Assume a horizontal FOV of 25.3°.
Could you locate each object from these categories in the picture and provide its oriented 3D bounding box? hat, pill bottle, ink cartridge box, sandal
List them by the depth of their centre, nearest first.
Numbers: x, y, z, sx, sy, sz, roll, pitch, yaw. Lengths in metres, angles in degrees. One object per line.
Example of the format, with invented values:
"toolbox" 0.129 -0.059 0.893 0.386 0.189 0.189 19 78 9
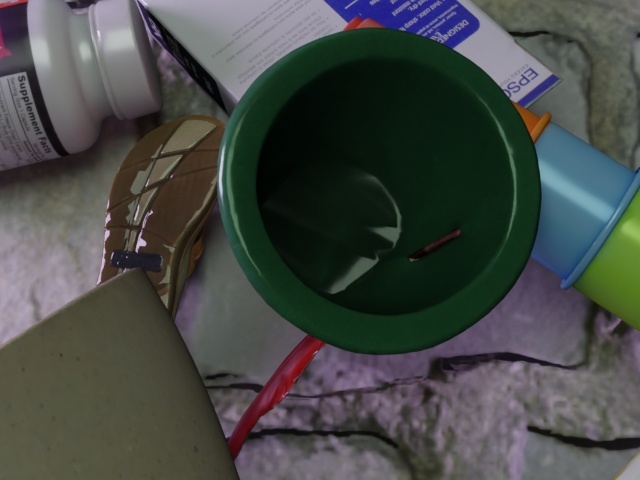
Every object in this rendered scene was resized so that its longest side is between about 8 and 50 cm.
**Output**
"hat" 0.000 0.000 0.814 0.208 0.183 0.173 -36 88 -22
"sandal" -0.103 0.005 0.915 0.072 0.049 0.180 11 80 19
"pill bottle" -0.209 -0.102 0.945 0.194 0.108 0.108 -13 63 1
"ink cartridge box" -0.008 -0.147 0.965 0.165 0.065 0.332 -37 63 -11

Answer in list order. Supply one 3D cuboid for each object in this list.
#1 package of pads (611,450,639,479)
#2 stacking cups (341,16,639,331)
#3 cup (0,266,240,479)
"package of pads" 0.191 0.236 0.700 0.296 0.101 0.229 -42 50 -14
"stacking cups" 0.135 -0.018 0.827 0.316 0.096 0.096 31 71 8
"cup" -0.153 0.205 0.696 0.331 0.331 0.237 -36 89 -10
